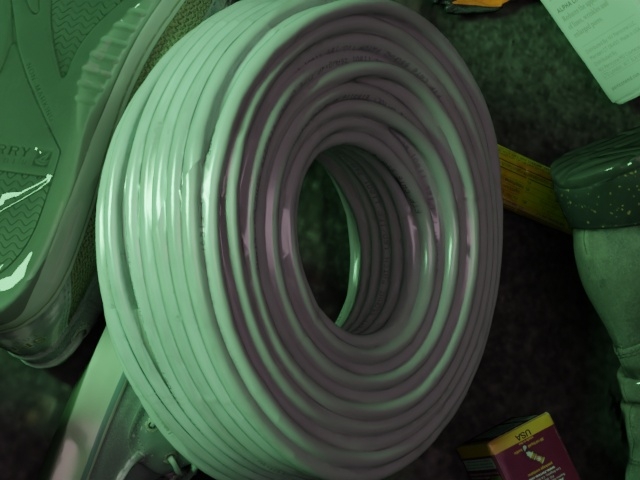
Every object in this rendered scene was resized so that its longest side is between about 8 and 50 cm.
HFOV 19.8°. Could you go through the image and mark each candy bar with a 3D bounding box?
[{"bbox_3d":[0.149,-0.018,1.073,0.161,0.018,0.040,22,75,-12],"label":"candy bar"}]

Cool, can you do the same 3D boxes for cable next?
[{"bbox_3d":[0.000,0.000,0.939,0.257,0.089,0.257,-38,116,-44],"label":"cable"}]

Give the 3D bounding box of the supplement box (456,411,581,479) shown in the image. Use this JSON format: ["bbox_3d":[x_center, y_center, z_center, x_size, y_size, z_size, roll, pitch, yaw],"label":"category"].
[{"bbox_3d":[0.118,0.142,1.020,0.043,0.055,0.083,-25,89,-18],"label":"supplement box"}]

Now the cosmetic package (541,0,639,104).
[{"bbox_3d":[0.163,-0.209,1.070,0.117,0.085,0.231,-35,91,-25],"label":"cosmetic package"}]

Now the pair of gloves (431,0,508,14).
[{"bbox_3d":[0.089,-0.174,1.085,0.074,0.010,0.083,-8,82,-22],"label":"pair of gloves"}]

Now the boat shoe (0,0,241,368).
[{"bbox_3d":[-0.112,-0.090,0.974,0.118,0.103,0.320,10,71,26],"label":"boat shoe"}]

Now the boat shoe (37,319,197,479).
[{"bbox_3d":[-0.087,0.085,0.958,0.081,0.079,0.227,25,72,-7],"label":"boat shoe"}]

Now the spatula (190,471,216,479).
[{"bbox_3d":[-0.156,0.221,0.941,0.296,0.030,0.084,-42,79,-19],"label":"spatula"}]

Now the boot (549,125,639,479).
[{"bbox_3d":[0.288,0.019,1.072,0.338,0.118,0.223,-19,100,-22],"label":"boot"}]
